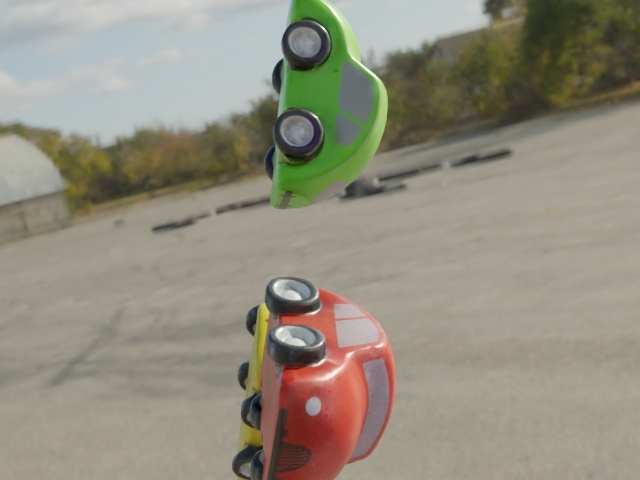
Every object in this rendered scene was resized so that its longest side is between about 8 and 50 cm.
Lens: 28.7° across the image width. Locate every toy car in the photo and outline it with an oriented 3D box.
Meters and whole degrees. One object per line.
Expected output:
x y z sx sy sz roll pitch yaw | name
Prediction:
0.000 0.000 0.549 0.053 0.225 0.239 6 -11 -6 | toy car
